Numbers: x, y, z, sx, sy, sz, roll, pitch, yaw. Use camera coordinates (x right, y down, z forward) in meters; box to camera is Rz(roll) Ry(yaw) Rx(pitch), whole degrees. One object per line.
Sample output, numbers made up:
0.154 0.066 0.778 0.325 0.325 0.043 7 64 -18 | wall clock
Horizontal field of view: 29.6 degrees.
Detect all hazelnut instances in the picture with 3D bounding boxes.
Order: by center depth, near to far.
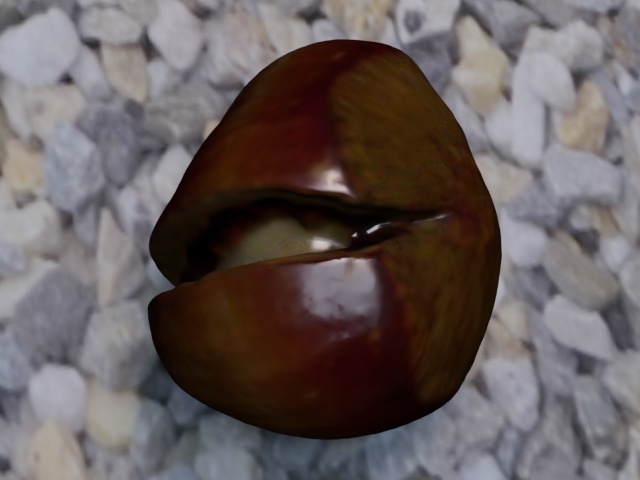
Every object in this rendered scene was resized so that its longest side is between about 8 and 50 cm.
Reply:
0.000 0.000 0.747 0.217 0.217 0.251 6 66 -6 | hazelnut
